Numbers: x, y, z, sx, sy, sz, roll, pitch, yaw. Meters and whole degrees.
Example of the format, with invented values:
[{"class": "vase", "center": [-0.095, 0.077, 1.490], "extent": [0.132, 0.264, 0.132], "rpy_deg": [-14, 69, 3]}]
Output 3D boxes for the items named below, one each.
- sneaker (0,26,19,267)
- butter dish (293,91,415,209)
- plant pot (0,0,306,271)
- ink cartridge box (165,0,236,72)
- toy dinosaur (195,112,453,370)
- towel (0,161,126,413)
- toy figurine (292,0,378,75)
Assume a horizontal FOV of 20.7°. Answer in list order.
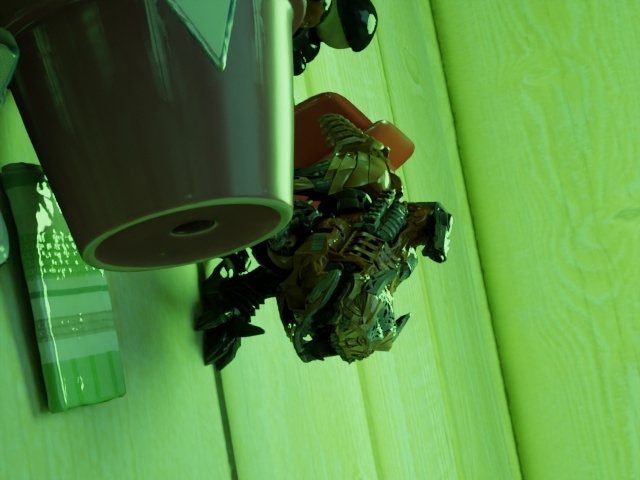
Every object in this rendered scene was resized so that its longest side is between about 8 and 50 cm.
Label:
[{"class": "sneaker", "center": [-0.191, -0.070, 0.916], "extent": [0.071, 0.082, 0.191], "rpy_deg": [-81, 156, -63]}, {"class": "butter dish", "center": [-0.012, -0.086, 1.631], "extent": [0.118, 0.160, 0.160], "rpy_deg": [56, 8, 15]}, {"class": "plant pot", "center": [-0.097, -0.086, 1.050], "extent": [0.201, 0.201, 0.180], "rpy_deg": [37, 38, -71]}, {"class": "ink cartridge box", "center": [-0.139, -0.273, 0.909], "extent": [0.307, 0.072, 0.304], "rpy_deg": [58, 22, -33]}, {"class": "toy dinosaur", "center": [0.000, 0.000, 1.362], "extent": [0.322, 0.218, 0.164], "rpy_deg": [-52, 127, -74]}, {"class": "towel", "center": [-0.161, 0.029, 1.091], "extent": [0.113, 0.023, 0.152], "rpy_deg": [2, 77, -75]}, {"class": "toy figurine", "center": [-0.047, -0.258, 1.582], "extent": [0.209, 0.148, 0.213], "rpy_deg": [12, 66, -76]}]
